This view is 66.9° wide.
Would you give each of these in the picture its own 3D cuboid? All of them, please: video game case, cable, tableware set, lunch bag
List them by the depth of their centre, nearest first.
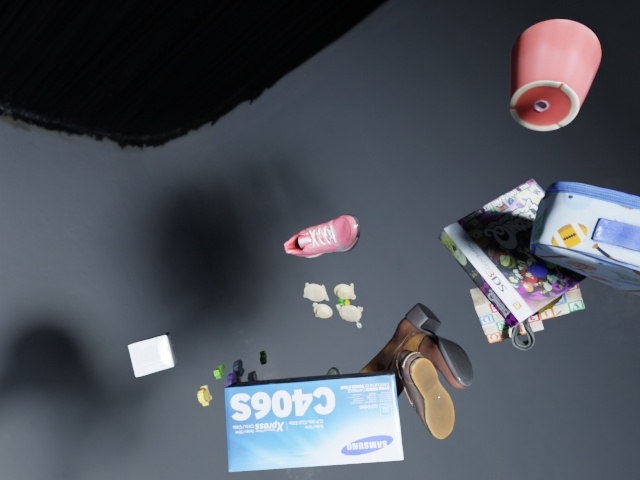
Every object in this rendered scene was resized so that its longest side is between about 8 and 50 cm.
[{"bbox_3d":[0.439,0.012,0.637,0.243,0.303,0.115,18,90,-67],"label":"lunch bag"},{"bbox_3d":[0.372,0.016,0.893,0.210,0.232,0.042,56,-18,21],"label":"video game case"},{"bbox_3d":[0.035,0.173,1.365,0.020,0.168,0.141,-69,153,-50],"label":"tableware set"},{"bbox_3d":[0.586,0.217,1.395,0.072,0.139,0.287,-69,167,-54],"label":"cable"}]

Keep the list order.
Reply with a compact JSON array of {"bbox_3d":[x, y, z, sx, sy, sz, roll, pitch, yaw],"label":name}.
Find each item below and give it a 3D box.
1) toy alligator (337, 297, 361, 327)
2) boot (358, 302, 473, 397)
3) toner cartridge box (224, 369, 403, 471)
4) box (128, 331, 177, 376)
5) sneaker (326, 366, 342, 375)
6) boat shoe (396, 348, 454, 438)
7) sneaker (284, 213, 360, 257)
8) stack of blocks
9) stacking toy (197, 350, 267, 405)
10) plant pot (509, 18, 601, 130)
[{"bbox_3d":[0.131,0.349,2.320,0.190,0.056,0.051,57,40,-1],"label":"toy alligator"},{"bbox_3d":[0.207,0.327,1.162,0.096,0.281,0.264,24,20,-36],"label":"boot"},{"bbox_3d":[-0.015,0.366,0.992,0.075,0.347,0.165,64,20,-82],"label":"toner cartridge box"},{"bbox_3d":[-0.445,0.302,1.294,0.101,0.101,0.087,153,-77,-77],"label":"box"},{"bbox_3d":[0.017,0.588,1.853,0.130,0.087,0.228,45,58,-47],"label":"sneaker"},{"bbox_3d":[0.214,0.311,0.995,0.073,0.073,0.207,-29,110,-23],"label":"boat shoe"},{"bbox_3d":[0.000,0.001,1.610,0.136,0.313,0.116,-6,78,-44],"label":"sneaker"},{"bbox_3d":[0.636,0.193,1.494,0.171,0.297,0.087,59,21,-30],"label":"stack of blocks"},{"bbox_3d":[-0.253,0.395,1.431,0.221,0.166,0.052,-79,151,-78],"label":"stacking toy"},{"bbox_3d":[0.707,-0.494,1.505,0.275,0.274,0.243,44,57,-31],"label":"plant pot"}]
